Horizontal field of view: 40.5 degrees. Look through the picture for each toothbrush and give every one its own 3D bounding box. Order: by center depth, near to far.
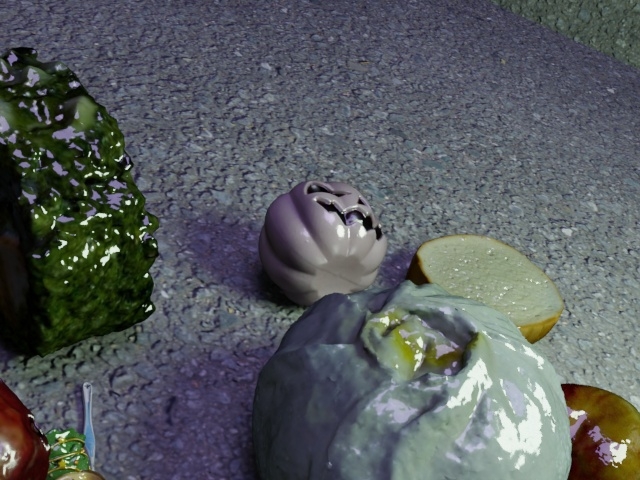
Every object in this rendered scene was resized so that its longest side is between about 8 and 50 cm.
[{"bbox_3d":[-0.249,0.211,0.938,0.014,0.017,0.162,11,35,-25],"label":"toothbrush"}]

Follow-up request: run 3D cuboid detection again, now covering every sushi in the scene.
[{"bbox_3d":[-0.346,-0.056,1.019,0.178,0.294,0.352,-25,57,-41],"label":"sushi"}]

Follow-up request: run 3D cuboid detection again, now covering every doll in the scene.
[{"bbox_3d":[-0.248,0.246,0.863,0.078,0.076,0.113,-37,78,-2],"label":"doll"}]

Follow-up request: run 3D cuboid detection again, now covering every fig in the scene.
[{"bbox_3d":[0.354,0.255,1.082,0.274,0.145,0.170,2,35,-41],"label":"fig"}]

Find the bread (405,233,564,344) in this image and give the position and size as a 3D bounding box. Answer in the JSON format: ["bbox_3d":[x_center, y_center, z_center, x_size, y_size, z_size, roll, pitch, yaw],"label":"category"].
[{"bbox_3d":[0.246,0.079,1.319,0.236,0.070,0.236,12,36,-9],"label":"bread"}]

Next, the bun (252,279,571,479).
[{"bbox_3d":[0.094,0.177,0.940,0.362,0.211,0.362,-6,34,4],"label":"bun"}]

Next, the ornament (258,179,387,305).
[{"bbox_3d":[0.000,0.000,1.218,0.177,0.177,0.177,13,35,-9],"label":"ornament"}]

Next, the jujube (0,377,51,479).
[{"bbox_3d":[-0.411,0.161,0.781,0.342,0.216,0.216,31,35,2],"label":"jujube"}]
